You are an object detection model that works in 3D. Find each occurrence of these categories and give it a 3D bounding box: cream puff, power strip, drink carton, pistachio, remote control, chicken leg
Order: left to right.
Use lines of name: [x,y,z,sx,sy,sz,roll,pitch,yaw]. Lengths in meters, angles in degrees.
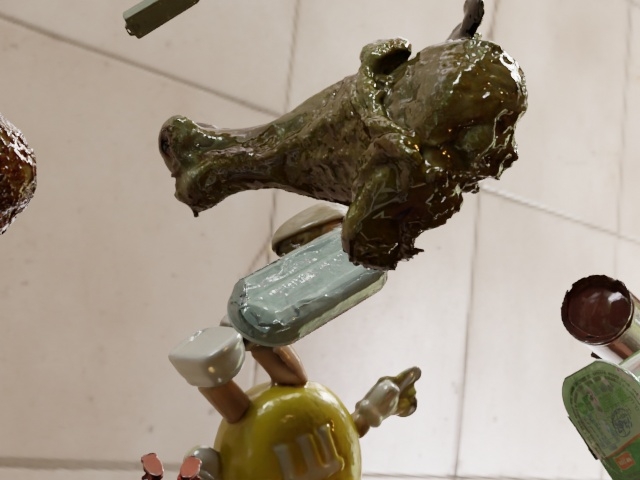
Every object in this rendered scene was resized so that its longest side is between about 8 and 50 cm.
cream puff: [-0.328,-0.057,1.042,0.084,0.149,0.149,10,81,-81]
power strip: [-0.148,-0.221,1.116,0.083,0.017,0.027,-30,134,2]
remote control: [-0.010,0.052,1.439,0.247,0.104,0.052,-29,146,-42]
pistachio: [0.000,0.000,2.027,0.185,0.124,0.124,-16,102,-29]
chicken leg: [0.026,-0.068,1.086,0.140,0.361,0.211,32,44,-51]
drink carton: [0.371,0.169,1.298,0.142,0.146,0.144,-29,80,-26]

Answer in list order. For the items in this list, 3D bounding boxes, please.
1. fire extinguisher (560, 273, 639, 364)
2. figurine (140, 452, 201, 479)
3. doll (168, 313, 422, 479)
fire extinguisher: [0.451,0.147,1.797,0.337,0.147,0.106,33,63,-54]
figurine: [-0.129,0.247,0.970,0.075,0.068,0.140,-92,-170,-55]
doll: [-0.042,0.248,1.590,0.423,0.161,0.348,40,81,-31]
